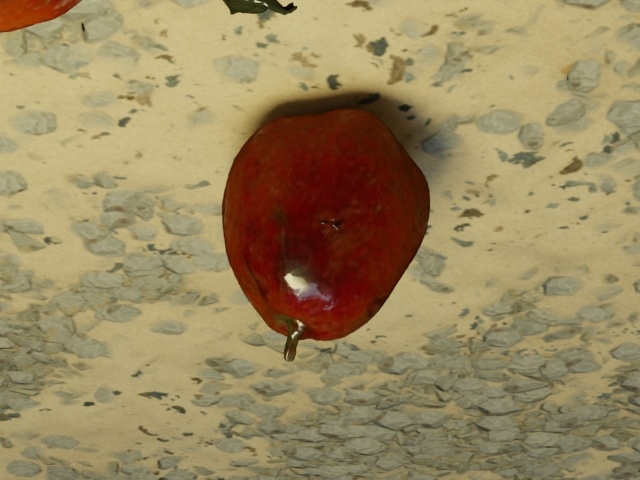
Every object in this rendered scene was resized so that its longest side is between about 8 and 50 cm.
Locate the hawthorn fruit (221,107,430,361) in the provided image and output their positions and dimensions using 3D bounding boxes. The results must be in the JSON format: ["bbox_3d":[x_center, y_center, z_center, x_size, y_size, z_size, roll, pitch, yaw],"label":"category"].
[{"bbox_3d":[0.000,0.000,1.936,0.224,0.260,0.224,6,151,3],"label":"hawthorn fruit"}]

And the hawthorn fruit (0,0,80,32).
[{"bbox_3d":[-0.308,-0.280,1.535,0.272,0.241,0.242,-9,148,34],"label":"hawthorn fruit"}]

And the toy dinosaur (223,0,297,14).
[{"bbox_3d":[-0.113,-0.236,1.643,0.179,0.087,0.187,-5,148,14],"label":"toy dinosaur"}]
